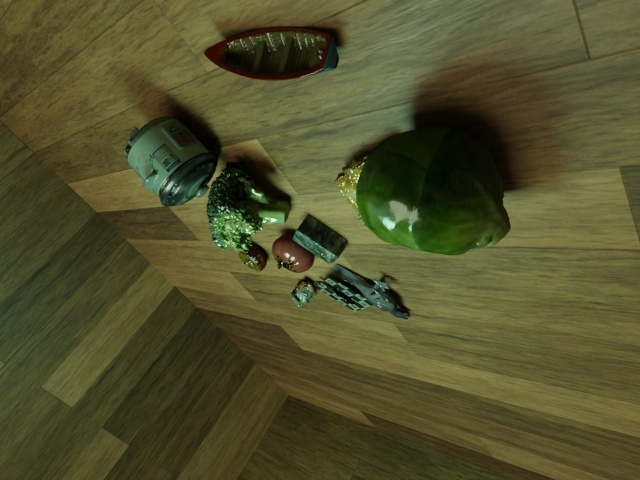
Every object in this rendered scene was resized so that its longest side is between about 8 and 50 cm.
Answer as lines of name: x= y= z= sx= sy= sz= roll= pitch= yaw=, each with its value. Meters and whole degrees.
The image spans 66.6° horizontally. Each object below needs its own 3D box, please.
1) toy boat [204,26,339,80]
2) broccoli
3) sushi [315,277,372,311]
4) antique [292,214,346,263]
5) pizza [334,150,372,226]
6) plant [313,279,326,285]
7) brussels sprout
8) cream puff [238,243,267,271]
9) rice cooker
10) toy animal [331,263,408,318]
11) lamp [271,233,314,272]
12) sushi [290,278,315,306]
toy boat: x=-0.129 y=-0.454 z=1.208 sx=0.392 sy=0.136 sz=0.079 roll=13 pitch=177 yaw=34
broccoli: x=-0.284 y=-0.112 z=1.746 sx=0.318 sy=0.277 sz=0.338 roll=-6 pitch=144 yaw=25
sushi: x=0.105 y=0.206 z=2.009 sx=0.215 sy=0.050 sz=0.192 roll=32 pitch=155 yaw=-9
antique: x=0.000 y=0.000 z=1.788 sx=0.183 sy=0.086 sz=0.088 roll=33 pitch=153 yaw=3
pizza: x=0.146 y=-0.157 z=1.391 sx=0.226 sy=0.086 sz=0.335 roll=27 pitch=150 yaw=24
plant: x=0.020 y=0.192 z=2.102 sx=0.102 sy=0.051 sz=0.051 roll=12 pitch=145 yaw=25
brussels sprout: x=0.270 y=-0.107 z=1.128 sx=0.355 sy=0.289 sz=0.281 roll=30 pitch=168 yaw=-17
cream puff: x=-0.307 y=0.075 z=2.240 sx=0.149 sy=0.084 sz=0.149 roll=30 pitch=153 yaw=18
rice cooker: x=-0.513 y=-0.269 z=1.717 sx=0.317 sy=0.316 sz=0.264 roll=38 pitch=128 yaw=-7
toy animal: x=0.211 y=0.202 z=1.869 sx=0.367 sy=0.081 sz=0.206 roll=34 pitch=166 yaw=-1
lamp: x=-0.114 y=0.060 z=1.950 sx=0.182 sy=0.140 sz=0.182 roll=24 pitch=154 yaw=13
sushi: x=-0.080 y=0.252 z=2.257 sx=0.097 sy=0.103 sz=0.226 roll=21 pitch=155 yaw=-9
